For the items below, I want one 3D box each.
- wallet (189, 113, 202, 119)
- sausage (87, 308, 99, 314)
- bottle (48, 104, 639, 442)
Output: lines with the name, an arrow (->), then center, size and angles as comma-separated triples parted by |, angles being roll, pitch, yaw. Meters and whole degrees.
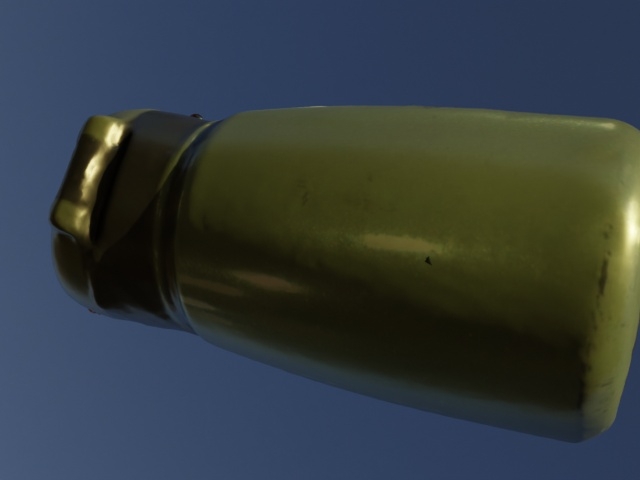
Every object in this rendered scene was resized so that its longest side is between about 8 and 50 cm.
wallet -> -0.252, -0.107, 1.265 | 0.031, 0.137, 0.255 | 38, -24, 2
sausage -> -0.404, 0.046, 1.254 | 0.223, 0.029, 0.029 | 52, -58, 36
bottle -> 0.000, 0.001, 0.438 | 0.347, 0.168, 0.169 | 8, -77, 21
